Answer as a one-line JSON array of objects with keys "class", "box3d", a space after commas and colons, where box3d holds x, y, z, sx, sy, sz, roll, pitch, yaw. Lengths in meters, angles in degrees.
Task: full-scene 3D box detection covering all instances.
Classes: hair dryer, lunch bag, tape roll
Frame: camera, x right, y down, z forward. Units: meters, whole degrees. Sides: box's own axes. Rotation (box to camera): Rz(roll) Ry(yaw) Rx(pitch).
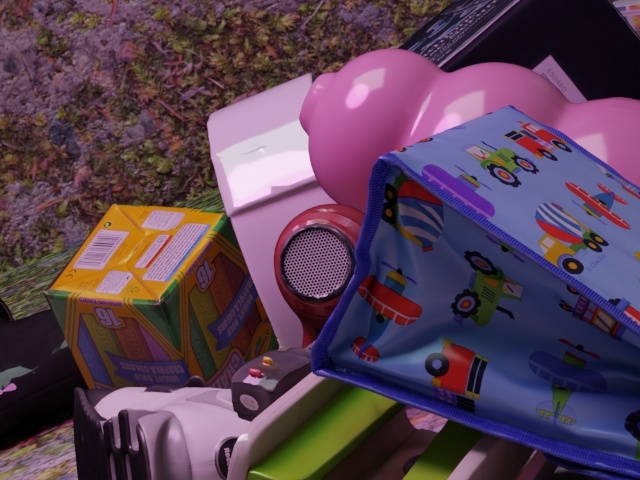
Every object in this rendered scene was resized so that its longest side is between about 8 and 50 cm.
[{"class": "hair dryer", "box3d": [-0.012, 0.079, 1.086, 0.080, 0.224, 0.293, 23, 43, 12]}, {"class": "lunch bag", "box3d": [0.180, 0.047, 0.912, 0.293, 0.138, 0.221, 25, 21, 18]}, {"class": "tape roll", "box3d": [0.000, 0.000, 1.412, 0.100, 0.286, 0.286, -21, 10, 7]}]

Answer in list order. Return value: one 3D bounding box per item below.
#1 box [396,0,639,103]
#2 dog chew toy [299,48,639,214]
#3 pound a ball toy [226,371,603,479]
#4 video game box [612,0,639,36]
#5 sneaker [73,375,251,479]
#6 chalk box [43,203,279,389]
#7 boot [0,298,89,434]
[{"class": "box", "box3d": [0.183, -0.136, 1.748, 0.293, 0.212, 0.395, -40, 9, 2]}, {"class": "dog chew toy", "box3d": [0.140, -0.040, 1.213, 0.207, 0.331, 0.206, -61, -9, -17]}, {"class": "pound a ball toy", "box3d": [0.081, 0.158, 0.924, 0.208, 0.136, 0.319, 14, 21, 19]}, {"class": "video game box", "box3d": [0.385, -0.183, 1.832, 0.048, 0.187, 0.205, -20, 9, -10]}, {"class": "sneaker", "box3d": [-0.112, 0.174, 1.293, 0.146, 0.123, 0.330, -7, 2, -22]}, {"class": "chalk box", "box3d": [-0.133, 0.090, 1.465, 0.132, 0.213, 0.132, 4, 42, 29]}, {"class": "boot", "box3d": [-0.323, 0.121, 1.915, 0.284, 0.138, 0.377, -23, 13, 4]}]
